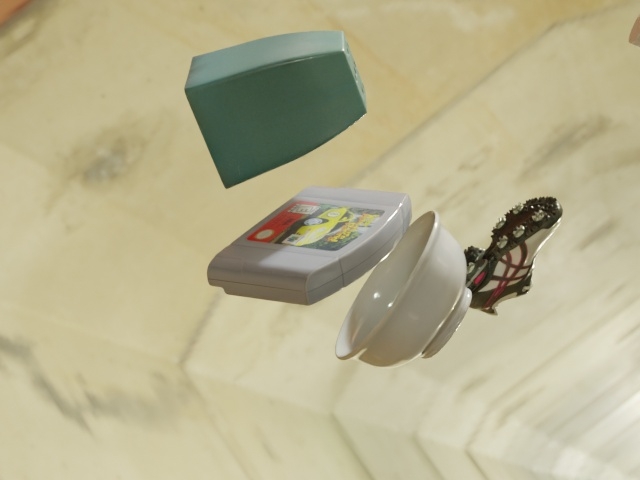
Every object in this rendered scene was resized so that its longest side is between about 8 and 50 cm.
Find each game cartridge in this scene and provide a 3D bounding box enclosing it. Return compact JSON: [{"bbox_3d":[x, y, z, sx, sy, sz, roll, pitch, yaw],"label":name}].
[{"bbox_3d":[0.000,0.000,2.033,0.294,0.196,0.060,-40,-48,-49],"label":"game cartridge"}]

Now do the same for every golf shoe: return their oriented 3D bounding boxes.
[{"bbox_3d":[0.346,0.026,2.565,0.273,0.120,0.105,-43,22,32],"label":"golf shoe"}]

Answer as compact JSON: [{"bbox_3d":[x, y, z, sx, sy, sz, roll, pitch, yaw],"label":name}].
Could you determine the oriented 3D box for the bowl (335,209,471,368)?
[{"bbox_3d":[0.160,0.107,2.424,0.298,0.134,0.298,-54,9,13],"label":"bowl"}]

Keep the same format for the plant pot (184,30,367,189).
[{"bbox_3d":[-0.057,-0.211,2.131,0.234,0.165,0.165,-17,23,8],"label":"plant pot"}]

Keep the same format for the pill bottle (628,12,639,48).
[{"bbox_3d":[0.669,-0.321,2.480,0.146,0.264,0.146,-155,90,-85],"label":"pill bottle"}]
